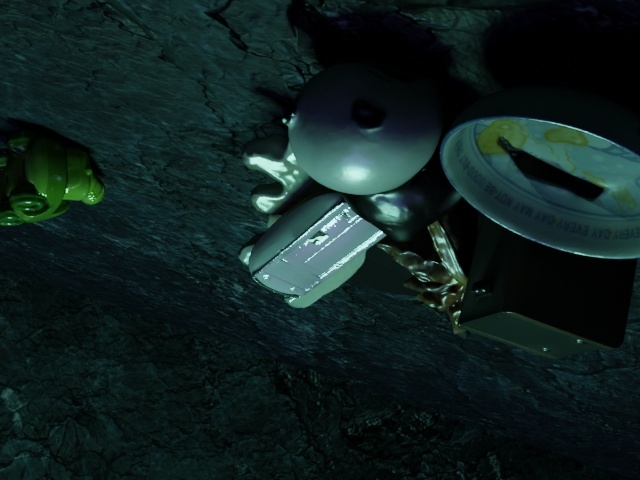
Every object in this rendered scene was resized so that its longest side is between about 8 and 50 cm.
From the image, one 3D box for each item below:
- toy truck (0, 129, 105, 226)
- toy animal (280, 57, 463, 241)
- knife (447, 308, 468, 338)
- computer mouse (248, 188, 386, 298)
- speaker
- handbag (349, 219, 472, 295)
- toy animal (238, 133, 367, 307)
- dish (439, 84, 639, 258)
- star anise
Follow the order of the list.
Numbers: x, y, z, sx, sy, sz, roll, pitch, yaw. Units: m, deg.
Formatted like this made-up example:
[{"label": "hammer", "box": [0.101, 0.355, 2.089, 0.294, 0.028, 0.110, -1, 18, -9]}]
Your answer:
[{"label": "toy truck", "box": [-0.481, -0.109, 1.758, 0.210, 0.148, 0.187, -1, 166, -20]}, {"label": "toy animal", "box": [0.068, -0.119, 1.165, 0.187, 0.165, 0.235, 1, 156, 37]}, {"label": "knife", "box": [0.308, 0.182, 2.194, 0.035, 0.018, 0.247, 12, 162, 20]}, {"label": "computer mouse", "box": [0.000, 0.000, 1.375, 0.125, 0.056, 0.245, 24, 138, -28]}, {"label": "speaker", "box": [0.302, 0.020, 1.287, 0.192, 0.231, 0.153, 20, 163, -13]}, {"label": "handbag", "box": [0.141, 0.022, 1.685, 0.253, 0.093, 0.308, 23, 162, -22]}, {"label": "toy animal", "box": [-0.023, -0.081, 1.453, 0.266, 0.188, 0.308, -24, 131, 33]}, {"label": "dish", "box": [0.281, -0.103, 1.074, 0.273, 0.134, 0.273, 23, 158, 9]}, {"label": "star anise", "box": [0.233, 0.038, 1.483, 0.292, 0.109, 0.350, -9, 136, -3]}]
